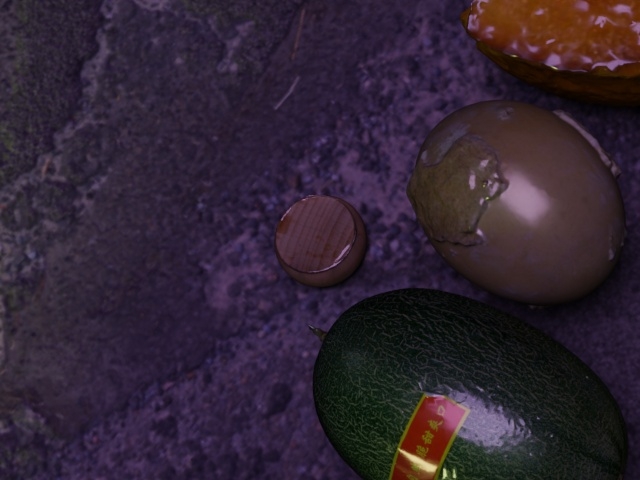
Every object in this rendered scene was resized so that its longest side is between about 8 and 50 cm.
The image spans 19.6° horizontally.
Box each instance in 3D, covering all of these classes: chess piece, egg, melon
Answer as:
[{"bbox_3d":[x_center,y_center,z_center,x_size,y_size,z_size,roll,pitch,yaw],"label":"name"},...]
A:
[{"bbox_3d":[0.000,0.000,1.641,0.083,0.038,0.084,-5,72,16],"label":"chess piece"},{"bbox_3d":[0.163,-0.031,1.535,0.164,0.164,0.201,-45,58,-2],"label":"egg"},{"bbox_3d":[0.109,0.136,1.482,0.287,0.182,0.182,28,81,24],"label":"melon"}]

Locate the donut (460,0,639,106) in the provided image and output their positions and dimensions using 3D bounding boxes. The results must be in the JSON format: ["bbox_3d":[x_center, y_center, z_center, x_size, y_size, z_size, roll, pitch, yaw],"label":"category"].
[{"bbox_3d":[0.312,-0.303,1.592,0.377,0.163,0.435,8,72,17],"label":"donut"}]
